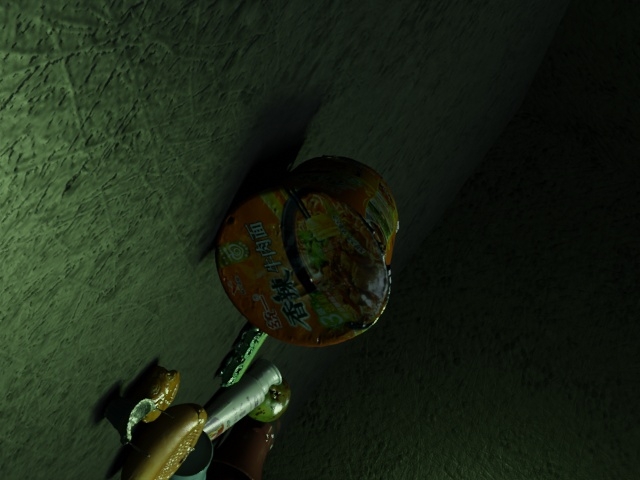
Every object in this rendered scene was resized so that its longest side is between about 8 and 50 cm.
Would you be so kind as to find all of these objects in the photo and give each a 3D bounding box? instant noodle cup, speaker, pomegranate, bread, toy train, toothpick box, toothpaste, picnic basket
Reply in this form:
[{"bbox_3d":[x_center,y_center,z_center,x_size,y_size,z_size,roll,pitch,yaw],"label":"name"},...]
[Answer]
[{"bbox_3d":[0.000,0.000,1.291,0.230,0.230,0.182,-61,178,31],"label":"instant noodle cup"},{"bbox_3d":[-0.184,0.521,2.270,0.329,0.198,0.259,-55,162,-63],"label":"speaker"},{"bbox_3d":[-0.130,0.338,2.115,0.114,0.114,0.142,-50,-162,-28],"label":"pomegranate"},{"bbox_3d":[-0.231,0.214,1.358,0.081,0.046,0.083,-62,167,23],"label":"bread"},{"bbox_3d":[-0.253,0.325,1.548,0.189,0.077,0.114,-56,150,12],"label":"bread"},{"bbox_3d":[-0.143,0.209,1.796,0.148,0.038,0.071,-57,170,19],"label":"toy train"},{"bbox_3d":[-0.250,0.403,1.744,0.101,0.101,0.153,-48,167,-36],"label":"toothpick box"},{"bbox_3d":[-0.200,0.348,1.932,0.299,0.073,0.114,-39,163,-33],"label":"toothpaste"},{"bbox_3d":[-0.241,0.236,1.282,0.065,0.083,0.083,-55,175,-37],"label":"picnic basket"}]
